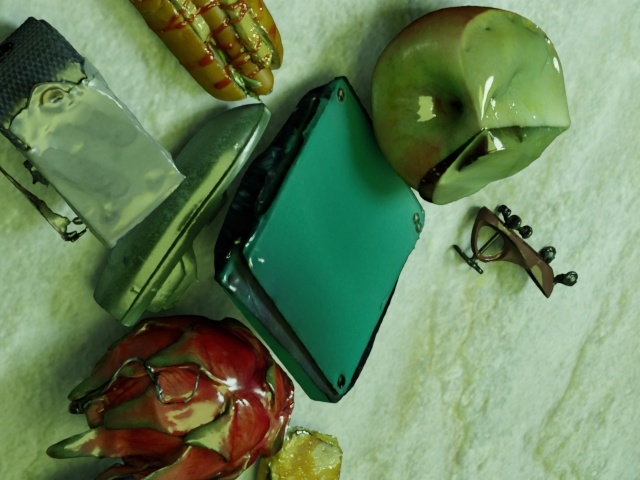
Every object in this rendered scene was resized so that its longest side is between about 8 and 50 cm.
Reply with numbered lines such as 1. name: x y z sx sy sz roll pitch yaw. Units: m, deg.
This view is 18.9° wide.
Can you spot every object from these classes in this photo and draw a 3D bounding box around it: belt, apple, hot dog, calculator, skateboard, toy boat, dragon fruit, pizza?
1. belt: -0.235 -0.091 1.776 0.126 0.139 0.230 -44 132 -6
2. apple: 0.149 -0.142 1.979 0.188 0.174 0.207 -22 124 -57
3. hot dog: -0.109 -0.219 1.831 0.104 0.076 0.250 -43 128 -7
4. calculator: 0.000 0.000 1.966 0.248 0.058 0.274 55 49 -42
5. skateboard: 0.216 0.017 2.185 0.080 0.067 0.151 -44 125 8
6. toy boat: -0.128 -0.028 1.918 0.085 0.078 0.260 33 93 -23
7. dragon fruit: -0.149 0.168 1.940 0.274 0.192 0.193 -4 115 -28
8. pizza: -0.027 0.268 2.172 0.099 0.036 0.160 -11 121 -27

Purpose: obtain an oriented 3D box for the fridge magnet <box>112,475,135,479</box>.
1. fridge magnet: -0.220 0.362 2.046 0.265 0.112 0.265 -17 127 -23
